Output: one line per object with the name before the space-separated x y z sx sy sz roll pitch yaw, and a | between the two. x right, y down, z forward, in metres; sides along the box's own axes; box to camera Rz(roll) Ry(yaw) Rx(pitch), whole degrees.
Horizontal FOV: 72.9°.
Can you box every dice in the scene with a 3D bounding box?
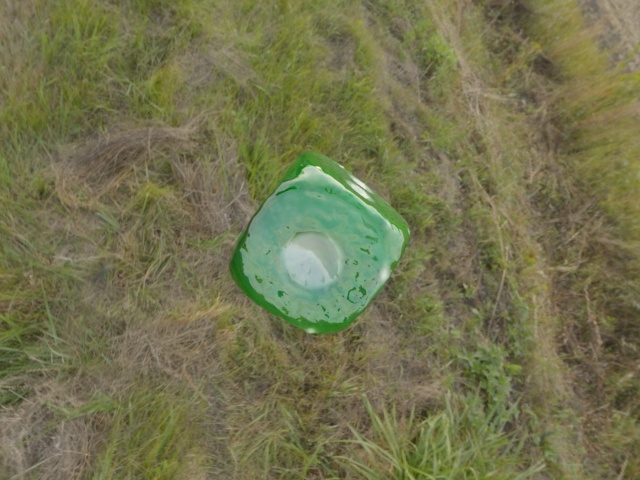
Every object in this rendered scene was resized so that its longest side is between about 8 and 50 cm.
dice | 0.000 0.000 0.932 0.287 0.297 0.300 33 15 -2
